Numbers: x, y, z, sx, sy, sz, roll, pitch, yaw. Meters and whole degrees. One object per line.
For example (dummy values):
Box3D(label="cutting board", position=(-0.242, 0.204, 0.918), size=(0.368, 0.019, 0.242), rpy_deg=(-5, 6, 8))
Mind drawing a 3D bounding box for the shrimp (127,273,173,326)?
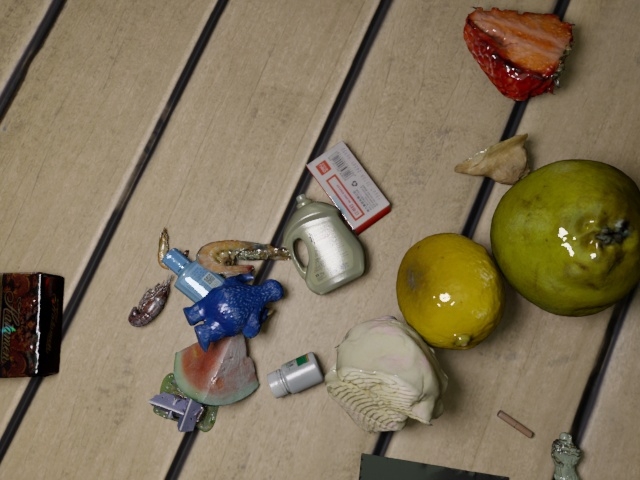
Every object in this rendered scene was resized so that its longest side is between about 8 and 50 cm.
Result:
Box3D(label="shrimp", position=(-0.434, 0.154, 1.379), size=(0.065, 0.057, 0.165), rpy_deg=(24, 71, 23))

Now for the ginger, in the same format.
Box3D(label="ginger", position=(0.449, -0.188, 1.377), size=(0.193, 0.115, 0.123), rpy_deg=(-20, 97, 10))

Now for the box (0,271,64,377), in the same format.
Box3D(label="box", position=(-0.882, 0.218, 1.357), size=(0.415, 0.116, 0.265), rpy_deg=(-1, 80, 3))

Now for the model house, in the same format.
Box3D(label="model house", position=(-0.342, 0.409, 1.321), size=(0.167, 0.088, 0.117), rpy_deg=(21, 84, 5))

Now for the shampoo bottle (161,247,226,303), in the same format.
Box3D(label="shampoo bottle", position=(-0.298, 0.118, 1.369), size=(0.258, 0.061, 0.104), rpy_deg=(41, 73, 4))

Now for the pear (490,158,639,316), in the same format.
Box3D(label="pear", position=(0.552, -0.007, 1.201), size=(0.351, 0.413, 0.352), rpy_deg=(-1, 88, 15))

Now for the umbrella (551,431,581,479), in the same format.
Box3D(label="umbrella", position=(0.592, 0.537, 1.282), size=(0.067, 0.062, 0.144), rpy_deg=(-1, 88, 34))

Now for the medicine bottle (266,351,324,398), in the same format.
Box3D(label="medicine bottle", position=(-0.062, 0.338, 1.325), size=(0.130, 0.080, 0.080), rpy_deg=(-23, 81, -1))

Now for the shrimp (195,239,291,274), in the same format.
Box3D(label="shrimp", position=(-0.192, 0.047, 1.361), size=(0.250, 0.144, 0.052), rpy_deg=(-3, 124, -4))

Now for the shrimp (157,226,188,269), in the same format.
Box3D(label="shrimp", position=(-0.393, 0.020, 1.414), size=(0.083, 0.023, 0.114), rpy_deg=(-3, 87, -1))

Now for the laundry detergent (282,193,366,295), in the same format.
Box3D(label="laundry detergent", position=(0.000, 0.000, 1.358), size=(0.181, 0.091, 0.253), rpy_deg=(-27, 87, 7))

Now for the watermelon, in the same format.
Box3D(label="watermelon", position=(-0.262, 0.311, 1.335), size=(0.207, 0.136, 0.202), rpy_deg=(29, 67, 28))

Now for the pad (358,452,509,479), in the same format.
Box3D(label="pad", position=(0.267, 0.676, 1.301), size=(0.367, 0.007, 0.248), rpy_deg=(7, 82, 3))

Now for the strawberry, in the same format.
Box3D(label="strawberry", position=(0.505, -0.471, 1.396), size=(0.280, 0.150, 0.253), rpy_deg=(10, 62, 6))

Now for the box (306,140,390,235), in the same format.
Box3D(label="box", position=(0.076, -0.140, 1.406), size=(0.123, 0.050, 0.229), rpy_deg=(-36, 82, -1))

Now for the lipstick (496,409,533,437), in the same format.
Box3D(label="lipstick", position=(0.482, 0.456, 1.318), size=(0.094, 0.019, 0.019), rpy_deg=(34, 84, 7))

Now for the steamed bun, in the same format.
Box3D(label="steamed bun", position=(0.154, 0.300, 1.224), size=(0.275, 0.320, 0.206), rpy_deg=(39, 50, -13))

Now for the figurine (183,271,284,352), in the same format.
Box3D(label="figurine", position=(-0.195, 0.154, 1.273), size=(0.164, 0.121, 0.262), rpy_deg=(45, 54, 12))

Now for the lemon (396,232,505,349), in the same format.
Box3D(label="lemon", position=(0.303, 0.116, 1.251), size=(0.260, 0.284, 0.261), rpy_deg=(-2, 110, -5))
